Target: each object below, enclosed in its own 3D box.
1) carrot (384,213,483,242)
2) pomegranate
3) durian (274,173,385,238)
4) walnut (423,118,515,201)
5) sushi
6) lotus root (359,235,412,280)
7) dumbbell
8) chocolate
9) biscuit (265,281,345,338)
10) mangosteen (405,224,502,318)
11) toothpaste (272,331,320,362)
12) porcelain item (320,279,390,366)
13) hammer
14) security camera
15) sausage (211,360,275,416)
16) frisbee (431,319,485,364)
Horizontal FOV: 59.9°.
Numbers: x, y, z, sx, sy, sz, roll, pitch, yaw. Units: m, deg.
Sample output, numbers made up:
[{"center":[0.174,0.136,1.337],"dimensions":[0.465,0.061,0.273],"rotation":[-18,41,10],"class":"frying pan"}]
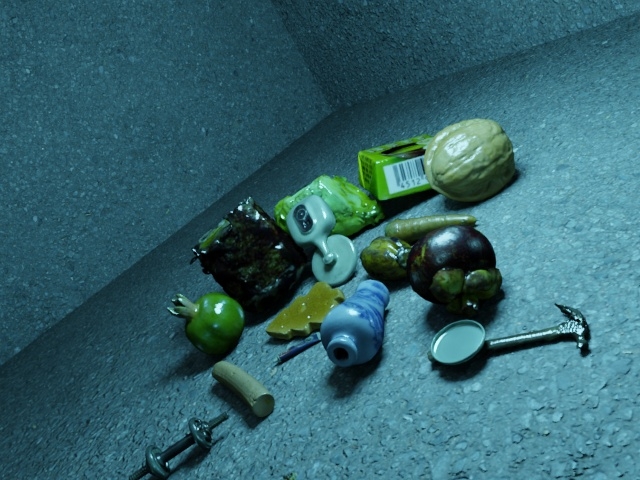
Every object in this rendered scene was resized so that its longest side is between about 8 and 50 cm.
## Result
[{"center":[0.316,-0.039,1.542],"dimensions":[0.298,0.078,0.078],"rotation":[-9,29,35],"class":"carrot"},{"center":[-0.331,0.228,1.611],"dimensions":[0.187,0.225,0.187],"rotation":[-39,34,33],"class":"pomegranate"},{"center":[0.014,-0.100,1.860],"dimensions":[0.340,0.256,0.204],"rotation":[-30,39,23],"class":"durian"},{"center":[0.426,-0.225,1.604],"dimensions":[0.257,0.257,0.224],"rotation":[-31,-12,1],"class":"walnut"},{"center":[-0.223,0.048,1.747],"dimensions":[0.281,0.294,0.299],"rotation":[-48,11,-15],"class":"sushi"},{"center":[0.174,0.050,1.460],"dimensions":[0.120,0.120,0.209],"rotation":[-40,21,-22],"class":"lotus root"},{"center":[-0.317,0.463,1.245],"dimensions":[0.254,0.081,0.081],"rotation":[-33,20,-5],"class":"dumbbell"},{"center":[0.288,-0.252,1.868],"dimensions":[0.301,0.137,0.289],"rotation":[-14,18,-5],"class":"chocolate"},{"center":[-0.040,0.203,1.514],"dimensions":[0.239,0.041,0.212],"rotation":[-29,26,7],"class":"biscuit"},{"center":[0.287,0.075,1.177],"dimensions":[0.192,0.192,0.217],"rotation":[-26,52,14],"class":"mangosteen"},{"center":[-0.059,0.273,1.406],"dimensions":[0.140,0.021,0.037],"rotation":[-29,22,-1],"class":"toothpaste"},{"center":[0.084,0.184,1.252],"dimensions":[0.141,0.141,0.259],"rotation":[-21,14,27],"class":"porcelain item"},{"center":[0.336,0.188,1.024],"dimensions":[0.297,0.027,0.125],"rotation":[-21,23,28],"class":"hammer"},{"center":[0.000,0.000,1.654],"dimensions":[0.157,0.080,0.301],"rotation":[-40,57,18],"class":"security camera"},{"center":[-0.194,0.353,1.356],"dimensions":[0.066,0.066,0.301],"rotation":[-40,23,-21],"class":"sausage"},{"center":[0.262,0.194,1.056],"dimensions":[0.110,0.014,0.110],"rotation":[-28,25,14],"class":"frisbee"}]
